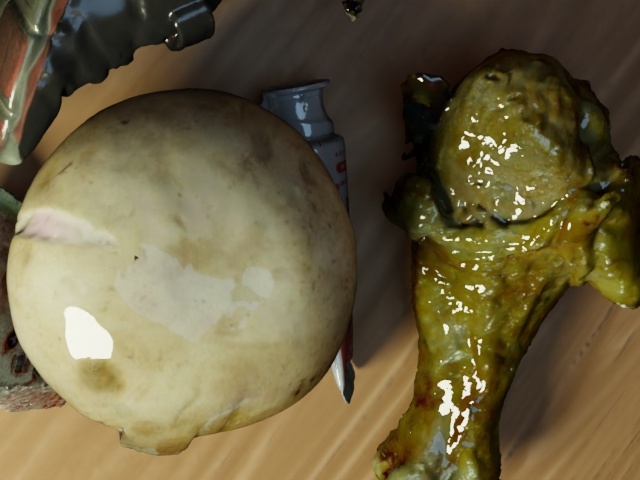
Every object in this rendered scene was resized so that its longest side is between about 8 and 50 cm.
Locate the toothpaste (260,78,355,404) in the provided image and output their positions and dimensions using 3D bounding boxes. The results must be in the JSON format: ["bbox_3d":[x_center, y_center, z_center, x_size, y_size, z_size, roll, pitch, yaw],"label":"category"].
[{"bbox_3d":[0.000,0.000,1.309,0.057,0.089,0.234,-8,101,6],"label":"toothpaste"}]

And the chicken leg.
[{"bbox_3d":[0.150,0.031,1.326,0.212,0.140,0.361,4,113,6],"label":"chicken leg"}]

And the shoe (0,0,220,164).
[{"bbox_3d":[-0.137,-0.175,1.222,0.137,0.114,0.291,29,101,-34],"label":"shoe"}]

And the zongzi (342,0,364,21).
[{"bbox_3d":[-0.022,-0.302,1.206,0.221,0.112,0.242,23,88,-19],"label":"zongzi"}]

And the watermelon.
[{"bbox_3d":[-0.223,0.059,1.247,0.071,0.139,0.187,-21,114,35],"label":"watermelon"}]

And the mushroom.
[{"bbox_3d":[-0.097,0.023,1.215,0.255,0.184,0.254,-4,100,-23],"label":"mushroom"}]
